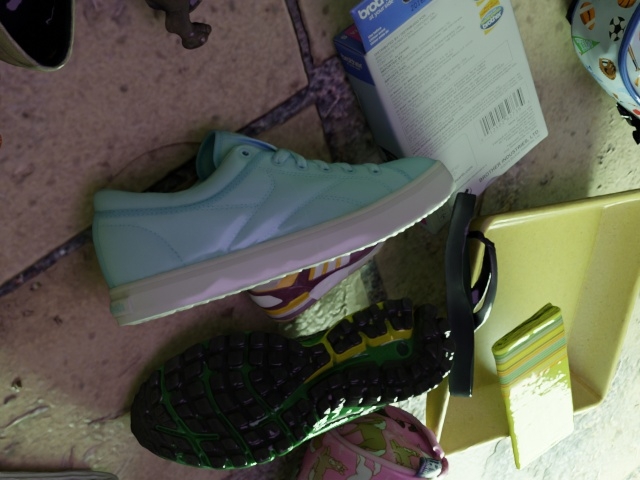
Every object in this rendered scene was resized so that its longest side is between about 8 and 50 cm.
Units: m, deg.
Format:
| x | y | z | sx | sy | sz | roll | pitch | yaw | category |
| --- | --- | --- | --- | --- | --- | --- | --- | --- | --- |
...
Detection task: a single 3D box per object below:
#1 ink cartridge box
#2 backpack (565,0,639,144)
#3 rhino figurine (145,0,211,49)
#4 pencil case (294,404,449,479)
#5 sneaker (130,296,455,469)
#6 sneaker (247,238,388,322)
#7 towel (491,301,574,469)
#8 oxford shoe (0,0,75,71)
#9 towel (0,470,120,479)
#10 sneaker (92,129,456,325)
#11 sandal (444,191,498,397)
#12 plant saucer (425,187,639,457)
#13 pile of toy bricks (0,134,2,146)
| x | y | z | sx | sy | sz | roll | pitch | yaw | category |
| --- | --- | --- | --- | --- | --- | --- | --- | --- | --- |
| 0.127 | -0.174 | 1.217 | 0.186 | 0.065 | 0.311 | -41 | 136 | -15 | ink cartridge box |
| 0.426 | -0.245 | 1.338 | 0.263 | 0.213 | 0.276 | 25 | 100 | -35 | backpack |
| -0.077 | -0.287 | 0.970 | 0.243 | 0.073 | 0.106 | -54 | 139 | -3 | rhino figurine |
| 0.021 | 0.387 | 1.389 | 0.160 | 0.167 | 0.386 | -12 | 126 | -64 | pencil case |
| -0.031 | 0.163 | 1.231 | 0.344 | 0.134 | 0.146 | -11 | 165 | -19 | sneaker |
| 0.000 | 0.000 | 1.206 | 0.185 | 0.069 | 0.084 | -45 | 136 | -13 | sneaker |
| 0.270 | 0.187 | 1.470 | 0.102 | 0.021 | 0.237 | -31 | 132 | -16 | towel |
| -0.227 | -0.282 | 0.802 | 0.123 | 0.130 | 0.348 | -29 | 130 | -25 | oxford shoe |
| -0.329 | 0.350 | 1.158 | 0.209 | 0.034 | 0.285 | 10 | 110 | -45 | towel |
| -0.039 | -0.045 | 1.090 | 0.366 | 0.135 | 0.150 | -20 | 94 | -27 | sneaker |
| 0.167 | 0.057 | 1.273 | 0.097 | 0.055 | 0.254 | -72 | 160 | -55 | sandal |
| 0.266 | 0.086 | 1.475 | 0.333 | 0.081 | 0.332 | -9 | 120 | -36 | plant saucer |
| -0.304 | -0.061 | 0.905 | 0.105 | 0.118 | 0.212 | -22 | 126 | -80 | pile of toy bricks |
